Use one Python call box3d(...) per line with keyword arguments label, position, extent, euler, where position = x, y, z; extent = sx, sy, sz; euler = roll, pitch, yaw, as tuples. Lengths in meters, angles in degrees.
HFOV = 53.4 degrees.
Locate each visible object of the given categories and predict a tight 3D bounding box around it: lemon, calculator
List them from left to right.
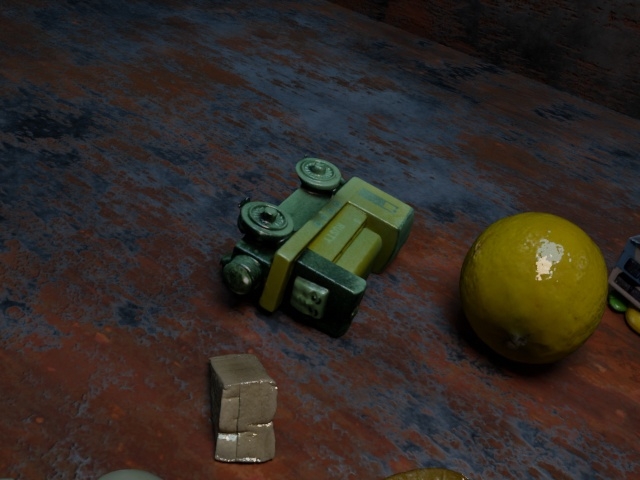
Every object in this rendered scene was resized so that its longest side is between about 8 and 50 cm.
box3d(label="lemon", position=(0.342, 0.088, 1.044), extent=(0.240, 0.240, 0.219), euler=(23, 46, 13))
box3d(label="calculator", position=(0.674, 0.160, 1.232), extent=(0.235, 0.032, 0.146), euler=(28, 36, 18))

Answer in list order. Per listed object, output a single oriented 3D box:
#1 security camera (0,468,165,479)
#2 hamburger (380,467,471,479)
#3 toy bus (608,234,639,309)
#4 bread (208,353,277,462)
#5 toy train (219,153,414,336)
box3d(label="security camera", position=(-0.239, 0.306, 0.582), extent=(0.277, 0.197, 0.191), euler=(6, 20, -27))
box3d(label="hamburger", position=(0.114, 0.357, 0.677), extent=(0.189, 0.122, 0.215), euler=(-28, 55, -37))
box3d(label="toy bus", position=(0.682, 0.113, 1.159), extent=(0.106, 0.131, 0.297), euler=(-10, 44, -33))
box3d(label="bread", position=(-0.111, 0.224, 0.875), extent=(0.077, 0.105, 0.152), euler=(3, 4, -15))
box3d(label="toy train", position=(0.000, 0.000, 1.129), extent=(0.253, 0.160, 0.397), euler=(30, 37, 10))
